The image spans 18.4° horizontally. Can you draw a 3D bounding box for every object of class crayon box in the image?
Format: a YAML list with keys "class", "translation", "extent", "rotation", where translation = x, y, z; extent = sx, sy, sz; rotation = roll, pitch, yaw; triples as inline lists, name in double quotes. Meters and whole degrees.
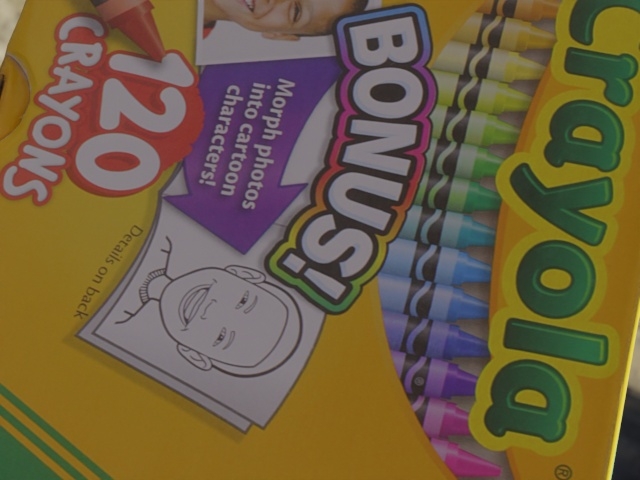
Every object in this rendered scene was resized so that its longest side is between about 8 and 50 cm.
- class: "crayon box"
  translation: [0.000, 0.000, 0.494]
  extent: [0.165, 0.278, 0.081]
  rotation: [10, 153, 9]
